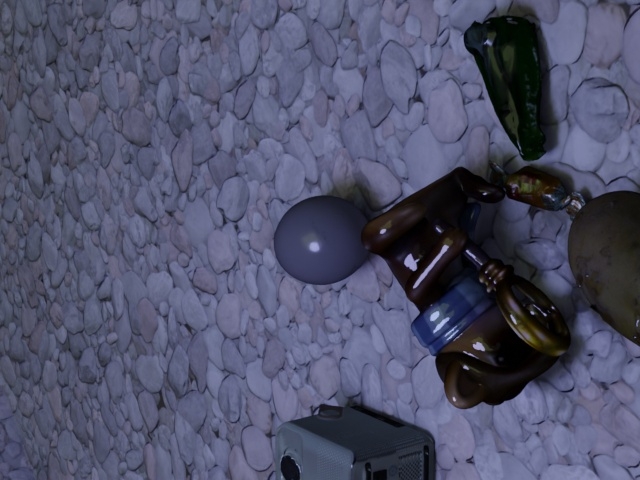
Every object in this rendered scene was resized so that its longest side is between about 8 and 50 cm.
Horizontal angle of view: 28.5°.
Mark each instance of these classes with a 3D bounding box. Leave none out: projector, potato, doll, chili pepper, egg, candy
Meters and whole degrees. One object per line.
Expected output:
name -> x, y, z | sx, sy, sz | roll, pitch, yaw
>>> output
projector -> 0.046, 0.371, 2.061 | 0.242, 0.177, 0.163 | 16, 108, 51
potato -> 0.409, 0.046, 1.545 | 0.262, 0.165, 0.165 | 46, 131, 45
doll -> 0.209, 0.061, 1.775 | 0.209, 0.318, 0.340 | -27, 79, 7
chili pepper -> 0.268, -0.213, 1.746 | 0.108, 0.062, 0.216 | -32, 74, 51
egg -> 0.000, 0.000, 2.068 | 0.198, 0.146, 0.146 | -6, 92, 60
candy -> 0.293, -0.072, 1.753 | 0.182, 0.046, 0.053 | 27, 120, 45
